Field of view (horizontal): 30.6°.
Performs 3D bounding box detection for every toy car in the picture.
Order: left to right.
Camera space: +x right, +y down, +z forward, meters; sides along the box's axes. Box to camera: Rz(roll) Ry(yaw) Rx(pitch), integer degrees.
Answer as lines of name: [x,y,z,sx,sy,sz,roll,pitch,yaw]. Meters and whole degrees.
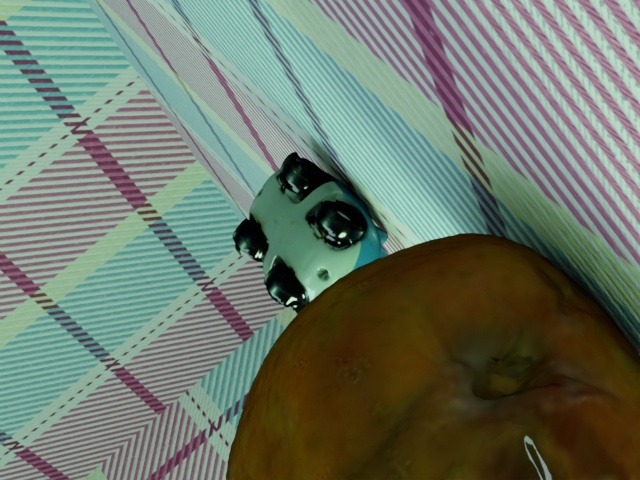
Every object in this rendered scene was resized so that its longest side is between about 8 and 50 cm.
toy car: [0.000,0.000,1.811,0.190,0.188,0.255,17,-156,-45]

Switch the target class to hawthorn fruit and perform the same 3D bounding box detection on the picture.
hawthorn fruit: [0.127,0.223,1.142,0.472,0.471,0.472,49,174,7]
